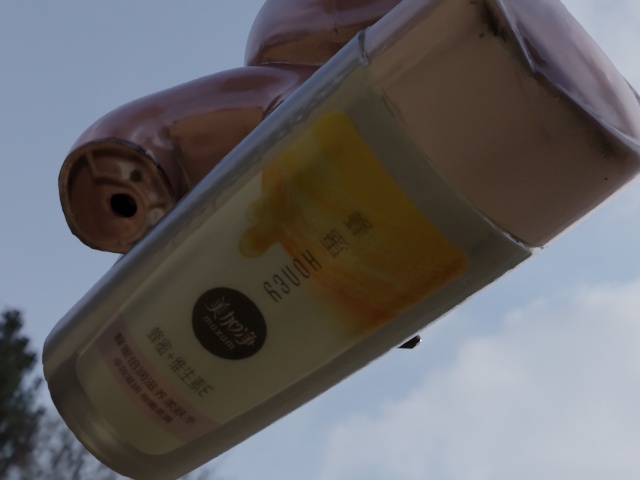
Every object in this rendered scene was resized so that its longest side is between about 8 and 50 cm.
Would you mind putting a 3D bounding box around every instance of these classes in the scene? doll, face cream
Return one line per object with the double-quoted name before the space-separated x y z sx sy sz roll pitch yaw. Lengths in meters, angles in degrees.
"doll" 0.011 -0.068 0.786 0.216 0.268 0.284 -8 -63 16
"face cream" 0.000 0.000 0.594 0.269 0.073 0.107 -37 -78 30
